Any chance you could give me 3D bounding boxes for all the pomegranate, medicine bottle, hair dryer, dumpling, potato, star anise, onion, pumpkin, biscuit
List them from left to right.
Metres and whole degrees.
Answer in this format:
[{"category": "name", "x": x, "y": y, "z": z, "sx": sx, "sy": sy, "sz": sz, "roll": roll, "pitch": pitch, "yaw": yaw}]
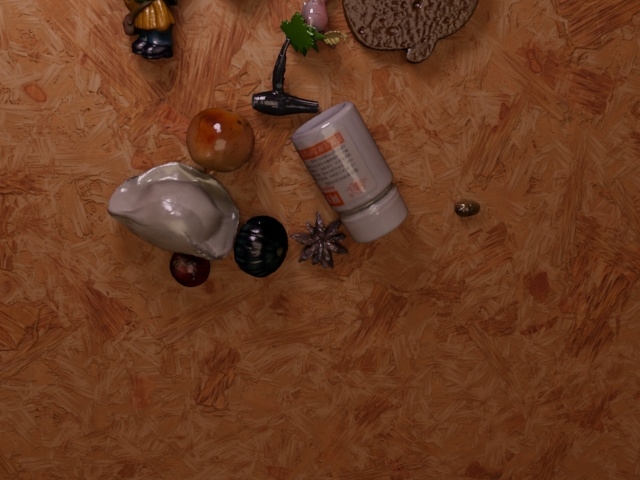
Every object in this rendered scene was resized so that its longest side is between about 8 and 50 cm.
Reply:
[{"category": "dumpling", "x": -0.413, "y": -0.095, "z": 1.610, "sx": 0.340, "sy": 0.181, "sz": 0.260, "roll": 15, "pitch": 67, "yaw": 13}, {"category": "onion", "x": -0.396, "y": 0.076, "z": 1.683, "sx": 0.131, "sy": 0.131, "sz": 0.131, "roll": -2, "pitch": 108, "yaw": -7}, {"category": "pomegranate", "x": -0.282, "y": -0.278, "z": 1.553, "sx": 0.191, "sy": 0.191, "sz": 0.191, "roll": -2, "pitch": 108, "yaw": -7}, {"category": "pumpkin", "x": -0.175, "y": 0.016, "z": 1.662, "sx": 0.150, "sy": 0.194, "sz": 0.194, "roll": 29, "pitch": 103, "yaw": 5}, {"category": "hair dryer", "x": -0.089, "y": -0.456, "z": 1.557, "sx": 0.195, "sy": 0.075, "sz": 0.219, "roll": 0, "pitch": 124, "yaw": -17}, {"category": "star anise", "x": 0.000, "y": 0.000, "z": 1.741, "sx": 0.195, "sy": 0.065, "sz": 0.183, "roll": 8, "pitch": 106, "yaw": -6}, {"category": "medicine bottle", "x": 0.091, "y": -0.194, "z": 1.615, "sx": 0.211, "sy": 0.211, "sz": 0.372, "roll": -31, "pitch": 109, "yaw": 3}, {"category": "biscuit", "x": 0.254, "y": -0.678, "z": 1.551, "sx": 0.394, "sy": 0.070, "sz": 0.351, "roll": -9, "pitch": 111, "yaw": -4}, {"category": "potato", "x": 0.474, "y": -0.102, "z": 1.786, "sx": 0.083, "sy": 0.040, "sz": 0.051, "roll": -7, "pitch": 114, "yaw": -4}]

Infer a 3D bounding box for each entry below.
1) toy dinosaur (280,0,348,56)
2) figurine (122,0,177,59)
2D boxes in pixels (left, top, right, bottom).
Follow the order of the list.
[{"category": "toy dinosaur", "x": -0.016, "y": -0.608, "z": 1.527, "sx": 0.177, "sy": 0.152, "sz": 0.194, "roll": -42, "pitch": 104, "yaw": -24}, {"category": "figurine", "x": -0.426, "y": -0.651, "z": 1.427, "sx": 0.204, "sy": 0.185, "sz": 0.332, "roll": -33, "pitch": 133, "yaw": -30}]
